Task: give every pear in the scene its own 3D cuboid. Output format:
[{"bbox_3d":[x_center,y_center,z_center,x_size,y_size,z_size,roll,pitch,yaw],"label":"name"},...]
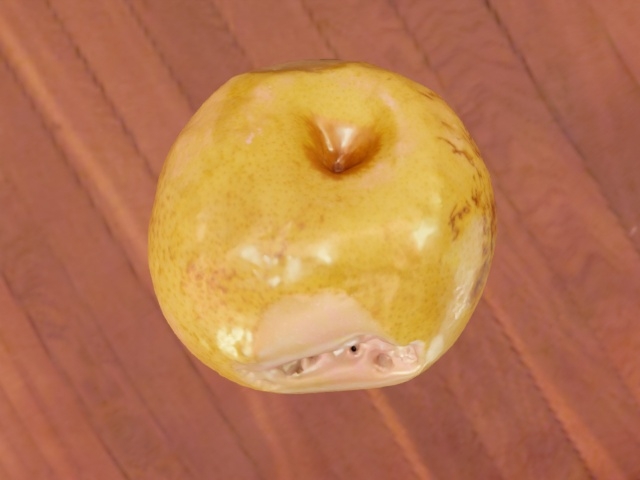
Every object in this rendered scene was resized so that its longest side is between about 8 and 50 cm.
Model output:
[{"bbox_3d":[0.000,0.000,1.116,0.271,0.271,0.271,6,105,22],"label":"pear"}]
